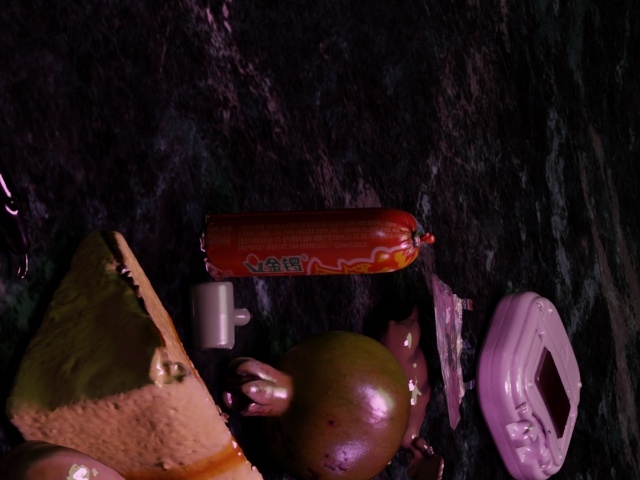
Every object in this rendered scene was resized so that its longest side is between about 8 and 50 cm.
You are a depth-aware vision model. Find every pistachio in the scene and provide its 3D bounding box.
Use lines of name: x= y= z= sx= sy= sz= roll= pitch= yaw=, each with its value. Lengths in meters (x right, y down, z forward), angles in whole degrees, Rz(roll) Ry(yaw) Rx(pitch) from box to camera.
pistachio: x=-0.219 y=0.239 z=1.568 sx=0.108 sy=0.126 sz=0.185 roll=64 pitch=3 yaw=41

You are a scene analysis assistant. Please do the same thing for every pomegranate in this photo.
pomegranate: x=0.003 y=0.171 z=1.993 sx=0.210 sy=0.179 sz=0.179 roll=52 pitch=39 yaw=-30

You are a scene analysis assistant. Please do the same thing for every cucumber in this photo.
cucumber: x=-0.282 y=-0.041 z=1.580 sx=0.043 sy=0.039 sz=0.163 roll=-46 pitch=127 yaw=-32

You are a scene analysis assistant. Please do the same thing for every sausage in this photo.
sausage: x=0.000 y=0.000 z=1.904 sx=0.083 sy=0.264 sz=0.083 roll=7 pitch=82 yaw=-61

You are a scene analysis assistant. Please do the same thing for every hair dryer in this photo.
hair dryer: x=-0.101 y=0.082 z=1.948 sx=0.150 sy=0.047 sz=0.071 roll=11 pitch=77 yaw=-75

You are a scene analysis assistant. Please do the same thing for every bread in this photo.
bread: x=-0.138 y=0.137 z=1.688 sx=0.236 sy=0.198 sz=0.263 roll=-79 pitch=153 yaw=-46

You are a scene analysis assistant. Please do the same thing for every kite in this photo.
kite: x=0.185 y=0.139 z=2.439 sx=0.360 sy=0.022 sz=0.204 roll=-5 pitch=89 yaw=-80

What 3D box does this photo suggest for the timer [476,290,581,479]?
timer: x=0.320 y=0.221 z=2.734 sx=0.262 sy=0.087 sz=0.237 roll=64 pitch=33 yaw=-35

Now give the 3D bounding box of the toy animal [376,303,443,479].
toy animal: x=0.107 y=0.202 z=2.306 sx=0.186 sy=0.094 sz=0.214 roll=-61 pitch=139 yaw=-64
